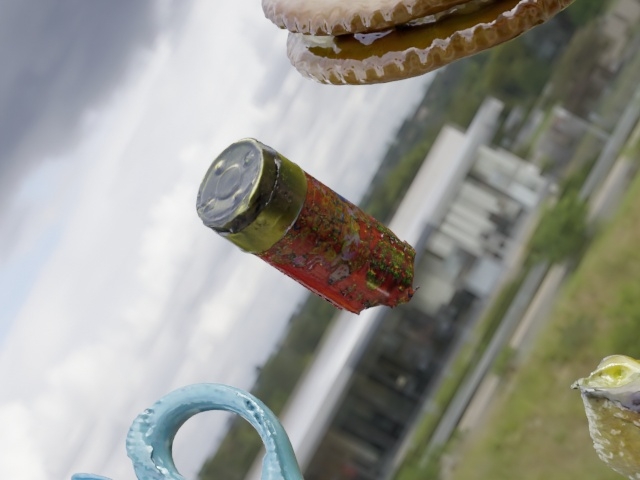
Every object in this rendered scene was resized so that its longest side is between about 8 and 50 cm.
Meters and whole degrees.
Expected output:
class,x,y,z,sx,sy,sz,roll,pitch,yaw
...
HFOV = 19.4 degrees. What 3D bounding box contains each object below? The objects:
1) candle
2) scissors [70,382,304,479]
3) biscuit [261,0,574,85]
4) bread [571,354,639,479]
class,x,y,z,sx,sy,sz,roll,pitch,yaw
candle,0.000,0.000,0.924,0.052,0.131,0.052,-30,44,33
scissors,0.012,0.207,1.030,0.180,0.393,0.032,-65,-28,-5
biscuit,0.071,-0.169,1.182,0.066,0.220,0.220,69,-152,-23
bread,0.303,0.149,1.464,0.251,0.174,0.133,-24,-54,-60
